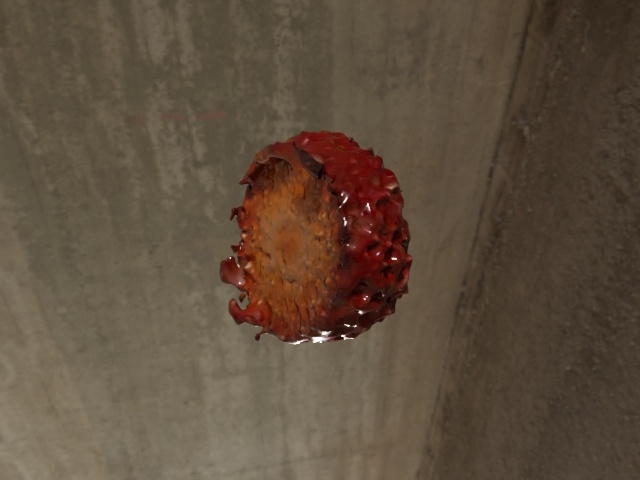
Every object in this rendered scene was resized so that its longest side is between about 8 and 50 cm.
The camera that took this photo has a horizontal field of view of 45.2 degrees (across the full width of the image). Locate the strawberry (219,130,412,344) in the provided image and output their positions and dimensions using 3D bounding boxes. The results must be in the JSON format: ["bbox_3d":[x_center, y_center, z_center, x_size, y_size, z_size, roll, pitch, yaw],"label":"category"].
[{"bbox_3d":[0.000,0.000,0.498,0.145,0.086,0.145,14,109,46],"label":"strawberry"}]
